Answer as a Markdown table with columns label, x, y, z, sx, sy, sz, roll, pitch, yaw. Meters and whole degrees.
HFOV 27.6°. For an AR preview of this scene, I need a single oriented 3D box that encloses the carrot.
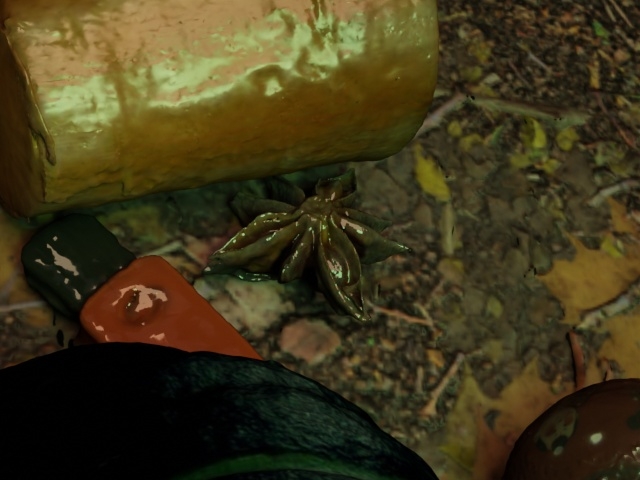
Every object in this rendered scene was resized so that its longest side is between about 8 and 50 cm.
| label | x | y | z | sx | sy | sz | roll | pitch | yaw |
| --- | --- | --- | --- | --- | --- | --- | --- | --- | --- |
| carrot | -0.081 | -0.120 | 0.795 | 0.254 | 0.196 | 0.196 | -15 | 69 | -26 |

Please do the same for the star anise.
| label | x | y | z | sx | sy | sz | roll | pitch | yaw |
| --- | --- | --- | --- | --- | --- | --- | --- | --- | --- |
| star anise | 0.000 | -0.008 | 0.843 | 0.124 | 0.056 | 0.129 | 16 | 45 | 11 |

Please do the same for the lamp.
| label | x | y | z | sx | sy | sz | roll | pitch | yaw |
| --- | --- | --- | --- | --- | --- | --- | --- | --- | --- |
| lamp | 0.188 | 0.156 | 0.782 | 0.135 | 0.156 | 0.157 | -51 | 126 | -69 |

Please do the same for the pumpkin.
| label | x | y | z | sx | sy | sz | roll | pitch | yaw |
| --- | --- | --- | --- | --- | --- | --- | --- | --- | --- |
| pumpkin | -0.077 | 0.224 | 0.519 | 0.266 | 0.363 | 0.363 | 30 | 50 | -44 |

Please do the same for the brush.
| label | x | y | z | sx | sy | sz | roll | pitch | yaw |
| --- | --- | --- | --- | --- | --- | --- | --- | --- | --- |
| brush | -0.051 | 0.103 | 0.765 | 0.323 | 0.051 | 0.070 | 44 | 55 | 6 |
